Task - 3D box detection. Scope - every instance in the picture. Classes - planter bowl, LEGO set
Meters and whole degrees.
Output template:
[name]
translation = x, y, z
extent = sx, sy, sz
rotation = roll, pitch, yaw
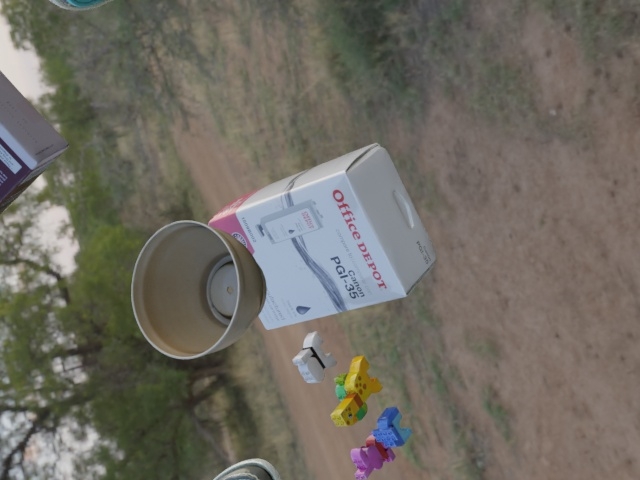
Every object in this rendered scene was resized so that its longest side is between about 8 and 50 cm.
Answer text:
[planter bowl]
translation = -0.133, 0.060, 1.005
extent = 0.109, 0.162, 0.162
rotation = 7, -118, -59
[LEGO set]
translation = 0.044, 0.239, 1.131
extent = 0.087, 0.093, 0.227
rotation = -20, 107, 44

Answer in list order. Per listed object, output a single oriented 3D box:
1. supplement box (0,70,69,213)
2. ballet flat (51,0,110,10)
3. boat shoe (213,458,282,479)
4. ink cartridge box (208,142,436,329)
[supplement box]
translation = -0.419, -0.079, 0.955
extent = 0.130, 0.239, 0.073
rotation = 49, -154, -10
[ballet flat]
translation = -0.124, -0.252, 0.650
extent = 0.086, 0.248, 0.086
rotation = 35, 140, 36
[boat shoe]
translation = -0.168, 0.408, 1.108
extent = 0.109, 0.305, 0.091
rotation = 51, -158, 18
[ink cartridge box]
translation = 0.000, 0.000, 1.246
extent = 0.283, 0.117, 0.207
rotation = -18, 105, 38
